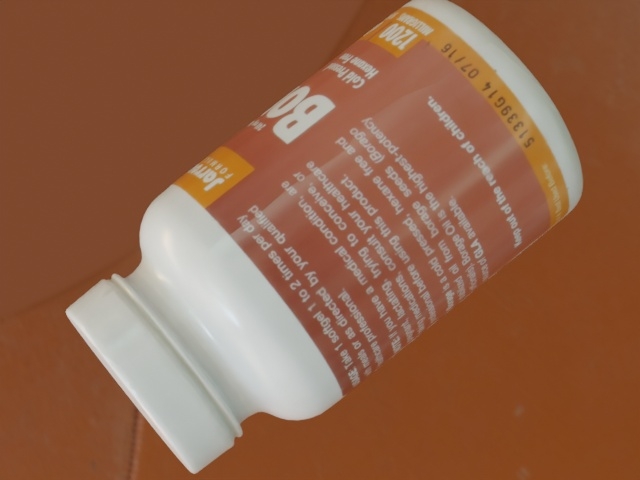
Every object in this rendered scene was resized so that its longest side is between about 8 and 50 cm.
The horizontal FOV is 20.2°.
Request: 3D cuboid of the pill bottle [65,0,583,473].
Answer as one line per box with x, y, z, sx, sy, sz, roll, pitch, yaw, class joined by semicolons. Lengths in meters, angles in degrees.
0.000;0.000;0.792;0.216;0.121;0.121;-38;115;-10;pill bottle
